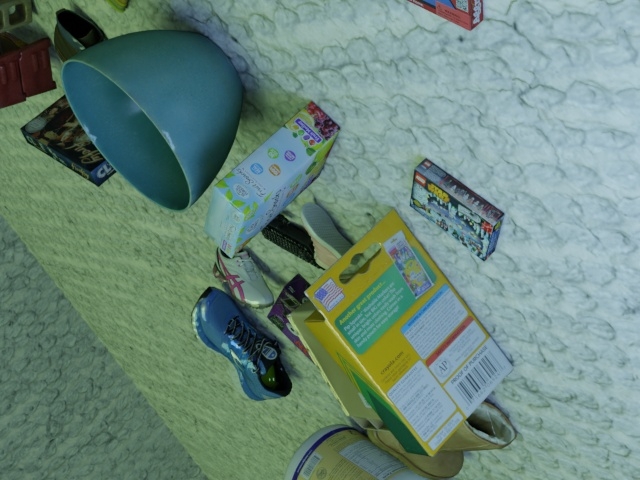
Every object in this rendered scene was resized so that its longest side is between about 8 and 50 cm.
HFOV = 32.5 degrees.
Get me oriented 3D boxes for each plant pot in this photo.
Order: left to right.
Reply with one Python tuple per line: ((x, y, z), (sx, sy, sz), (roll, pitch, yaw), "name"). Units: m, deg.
((-0.236, -0.216, 1.724), (0.290, 0.195, 0.290), (38, 155, 21), "plant pot")

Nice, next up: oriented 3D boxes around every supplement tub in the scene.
((0.106, 0.562, 2.344), (0.331, 0.241, 0.241), (26, 149, 41), "supplement tub")

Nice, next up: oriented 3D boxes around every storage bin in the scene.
((0.100, 0.193, 1.860), (0.260, 0.123, 0.262), (59, 155, -9), "storage bin")

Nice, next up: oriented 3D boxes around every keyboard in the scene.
((-0.064, -0.010, 1.971), (0.180, 0.023, 0.108), (27, 150, 46), "keyboard")

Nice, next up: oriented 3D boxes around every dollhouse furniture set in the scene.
((-0.656, -0.467, 2.168), (0.201, 0.152, 0.374), (33, 136, 32), "dollhouse furniture set")

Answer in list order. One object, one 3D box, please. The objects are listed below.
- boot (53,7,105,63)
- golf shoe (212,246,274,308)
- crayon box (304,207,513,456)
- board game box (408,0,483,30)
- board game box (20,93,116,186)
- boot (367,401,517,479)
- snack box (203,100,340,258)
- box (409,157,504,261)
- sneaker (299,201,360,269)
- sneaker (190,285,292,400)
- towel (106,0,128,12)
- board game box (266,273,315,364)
((-0.416, -0.327, 2.007), (0.219, 0.082, 0.106), (44, 160, 13), "boot")
((-0.156, 0.067, 2.193), (0.186, 0.067, 0.086), (40, 134, 37), "golf shoe")
((0.123, 0.140, 1.672), (0.323, 0.203, 0.083), (53, 157, -12), "crayon box")
((0.061, -0.345, 1.215), (0.281, 0.027, 0.145), (33, 152, 30), "board game box")
((-0.452, -0.212, 2.151), (0.243, 0.165, 0.042), (29, 151, 35), "board game box")
((0.243, 0.359, 1.955), (0.236, 0.089, 0.269), (26, 153, -29), "boot")
((-0.075, -0.088, 1.639), (0.070, 0.207, 0.174), (44, 158, 8), "snack box")
((0.183, -0.041, 1.496), (0.137, 0.027, 0.094), (38, 155, 21), "box")
((0.000, 0.000, 1.839), (0.134, 0.051, 0.070), (48, 142, -12), "sneaker")
((-0.161, 0.229, 2.456), (0.147, 0.129, 0.330), (-3, 131, 43), "sneaker")
((-0.328, -0.447, 1.741), (0.102, 0.021, 0.237), (43, 157, -5), "towel")
((0.045, 0.230, 2.161), (0.347, 0.056, 0.208), (44, 161, 6), "board game box")
